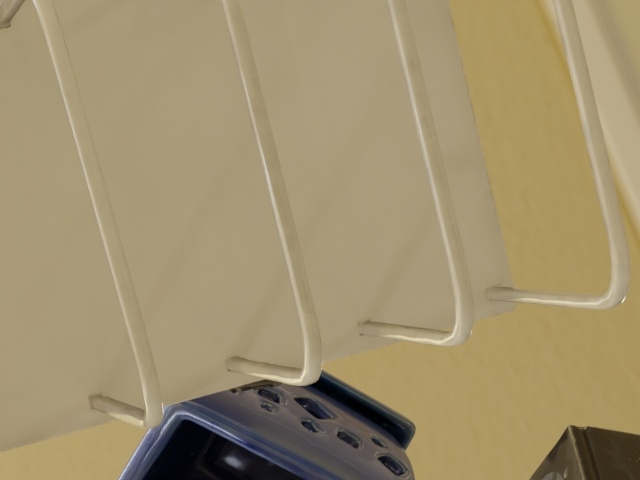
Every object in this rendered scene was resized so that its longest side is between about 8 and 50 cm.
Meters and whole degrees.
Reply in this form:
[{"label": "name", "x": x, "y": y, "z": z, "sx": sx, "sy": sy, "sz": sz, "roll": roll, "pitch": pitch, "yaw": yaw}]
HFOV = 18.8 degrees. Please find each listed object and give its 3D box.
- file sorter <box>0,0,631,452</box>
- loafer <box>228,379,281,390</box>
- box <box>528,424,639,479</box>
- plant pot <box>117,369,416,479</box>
[{"label": "file sorter", "x": -0.042, "y": -0.027, "z": 0.797, "sx": 0.278, "sy": 0.192, "sz": 0.173, "roll": -15, "pitch": 4, "yaw": -14}, {"label": "loafer", "x": 0.000, "y": 0.000, "z": 1.050, "sx": 0.080, "sy": 0.078, "sz": 0.220, "roll": -5, "pitch": 23, "yaw": 26}, {"label": "box", "x": 0.154, "y": 0.149, "z": 0.609, "sx": 0.147, "sy": 0.180, "sz": 0.077, "roll": -99, "pitch": 29, "yaw": -45}, {"label": "plant pot", "x": -0.054, "y": 0.226, "z": 1.728, "sx": 0.236, "sy": 0.236, "sz": 0.212, "roll": -60, "pitch": 2, "yaw": 26}]
